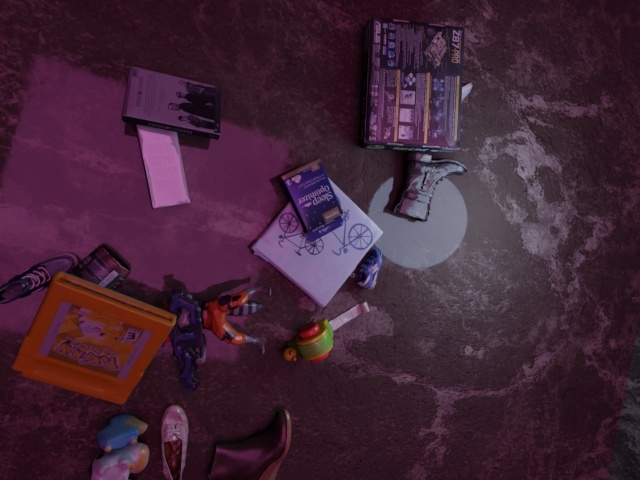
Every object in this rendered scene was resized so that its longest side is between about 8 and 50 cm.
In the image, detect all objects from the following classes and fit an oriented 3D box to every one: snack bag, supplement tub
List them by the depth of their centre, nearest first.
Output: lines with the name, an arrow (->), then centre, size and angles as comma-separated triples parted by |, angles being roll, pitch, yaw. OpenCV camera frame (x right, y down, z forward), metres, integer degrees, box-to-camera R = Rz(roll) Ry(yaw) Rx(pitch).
supplement tub -> -0.590, 0.113, 1.090 | 0.198, 0.106, 0.106 | -45, 108, -13
snack bag -> 0.000, 0.000, 1.368 | 0.323, 0.037, 0.342 | 42, 77, -18

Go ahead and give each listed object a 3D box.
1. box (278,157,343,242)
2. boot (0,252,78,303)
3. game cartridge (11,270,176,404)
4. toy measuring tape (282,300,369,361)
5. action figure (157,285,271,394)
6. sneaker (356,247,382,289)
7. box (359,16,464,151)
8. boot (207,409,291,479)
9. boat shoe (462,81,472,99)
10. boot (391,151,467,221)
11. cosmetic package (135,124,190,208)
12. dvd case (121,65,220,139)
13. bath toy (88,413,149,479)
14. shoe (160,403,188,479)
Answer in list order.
box -> -0.018, -0.120, 1.318 | 0.136, 0.036, 0.225 | -29, 103, -19
boot -> -0.691, 0.096, 1.056 | 0.190, 0.086, 0.069 | -34, 105, -17
game cartridge -> -0.556, 0.255, 1.060 | 0.285, 0.052, 0.323 | 27, 112, -22
toy measuring tape -> 0.034, 0.289, 1.356 | 0.330, 0.121, 0.121 | -26, 102, -20
action figure -> -0.322, 0.252, 1.213 | 0.330, 0.178, 0.341 | 5, 116, -16
sneaker -> 0.162, 0.090, 1.432 | 0.059, 0.053, 0.144 | 17, 85, -20
box -> 0.293, -0.492, 1.394 | 0.319, 0.097, 0.394 | 1, 92, -6
boot -> -0.208, 0.619, 1.284 | 0.207, 0.090, 0.248 | 17, 90, -25
boat shoe -> 0.445, -0.469, 1.512 | 0.227, 0.079, 0.081 | -37, 112, -11
boot -> 0.376, -0.176, 1.499 | 0.263, 0.091, 0.228 | 7, 96, -19
cosmetic package -> -0.425, -0.210, 1.164 | 0.099, 0.060, 0.238 | -11, 97, -21
dvd case -> -0.386, -0.363, 1.144 | 0.239, 0.029, 0.179 | 7, 59, -22
bath toy -> -0.542, 0.650, 1.130 | 0.151, 0.129, 0.348 | 11, 89, -42
shoe -> -0.408, 0.572, 1.215 | 0.077, 0.058, 0.218 | -1, 93, -23
